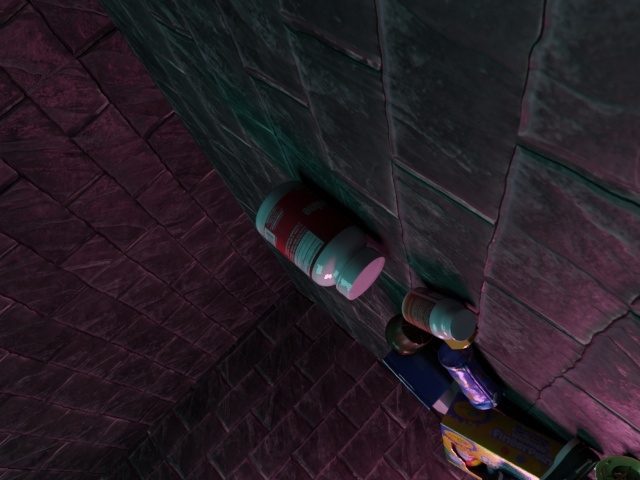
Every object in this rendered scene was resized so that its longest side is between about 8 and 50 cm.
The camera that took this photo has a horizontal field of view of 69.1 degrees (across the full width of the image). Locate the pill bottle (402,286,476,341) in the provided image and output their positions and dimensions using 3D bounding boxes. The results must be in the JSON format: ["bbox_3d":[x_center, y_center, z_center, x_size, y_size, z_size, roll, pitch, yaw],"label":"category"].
[{"bbox_3d":[0.343,0.216,1.353,0.121,0.121,0.216,50,168,-22],"label":"pill bottle"}]

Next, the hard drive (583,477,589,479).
[{"bbox_3d":[0.976,0.927,1.807,0.255,0.054,0.172,33,164,43],"label":"hard drive"}]

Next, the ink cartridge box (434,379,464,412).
[{"bbox_3d":[0.548,0.685,2.193,0.270,0.151,0.395,43,166,2],"label":"ink cartridge box"}]

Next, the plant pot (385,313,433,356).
[{"bbox_3d":[0.338,0.335,1.717,0.167,0.167,0.165,43,161,10],"label":"plant pot"}]

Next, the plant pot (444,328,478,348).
[{"bbox_3d":[0.424,0.277,1.403,0.081,0.081,0.083,48,158,-13],"label":"plant pot"}]

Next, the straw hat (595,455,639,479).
[{"bbox_3d":[0.830,0.631,1.258,0.144,0.144,0.061,39,-152,24],"label":"straw hat"}]

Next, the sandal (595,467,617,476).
[{"bbox_3d":[0.889,0.730,1.436,0.072,0.049,0.180,47,168,-9],"label":"sandal"}]

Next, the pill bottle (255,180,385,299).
[{"bbox_3d":[0.000,0.000,1.517,0.408,0.229,0.229,39,167,23],"label":"pill bottle"}]

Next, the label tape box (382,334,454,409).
[{"bbox_3d":[0.402,0.502,1.847,0.249,0.115,0.348,44,-170,19],"label":"label tape box"}]

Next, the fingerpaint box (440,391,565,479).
[{"bbox_3d":[0.698,0.820,1.757,0.445,0.163,0.371,21,145,34],"label":"fingerpaint box"}]

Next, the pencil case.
[{"bbox_3d":[0.524,0.468,1.605,0.306,0.119,0.133,51,174,-27],"label":"pencil case"}]

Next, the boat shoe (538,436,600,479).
[{"bbox_3d":[0.739,0.757,1.435,0.114,0.302,0.091,19,-167,-39],"label":"boat shoe"}]

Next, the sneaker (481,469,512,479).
[{"bbox_3d":[0.656,0.940,1.700,0.124,0.107,0.283,26,149,17],"label":"sneaker"}]
